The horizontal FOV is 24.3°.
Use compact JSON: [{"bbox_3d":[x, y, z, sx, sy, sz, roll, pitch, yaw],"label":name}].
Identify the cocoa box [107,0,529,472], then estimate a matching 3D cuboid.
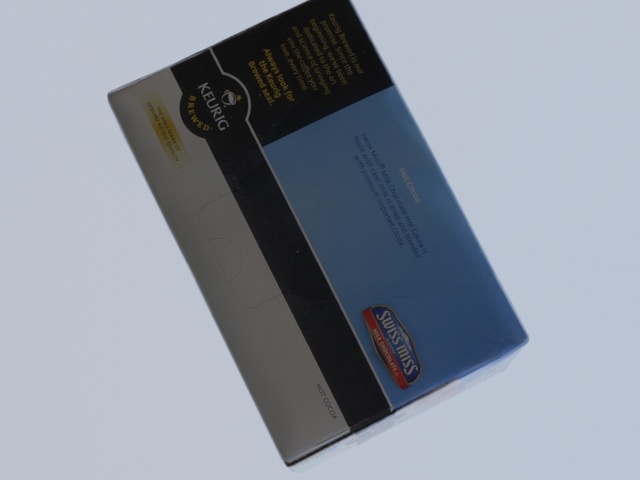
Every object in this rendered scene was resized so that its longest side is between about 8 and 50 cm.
[{"bbox_3d":[0.000,0.000,1.305,0.228,0.231,0.347,-26,-101,-4],"label":"cocoa box"}]
